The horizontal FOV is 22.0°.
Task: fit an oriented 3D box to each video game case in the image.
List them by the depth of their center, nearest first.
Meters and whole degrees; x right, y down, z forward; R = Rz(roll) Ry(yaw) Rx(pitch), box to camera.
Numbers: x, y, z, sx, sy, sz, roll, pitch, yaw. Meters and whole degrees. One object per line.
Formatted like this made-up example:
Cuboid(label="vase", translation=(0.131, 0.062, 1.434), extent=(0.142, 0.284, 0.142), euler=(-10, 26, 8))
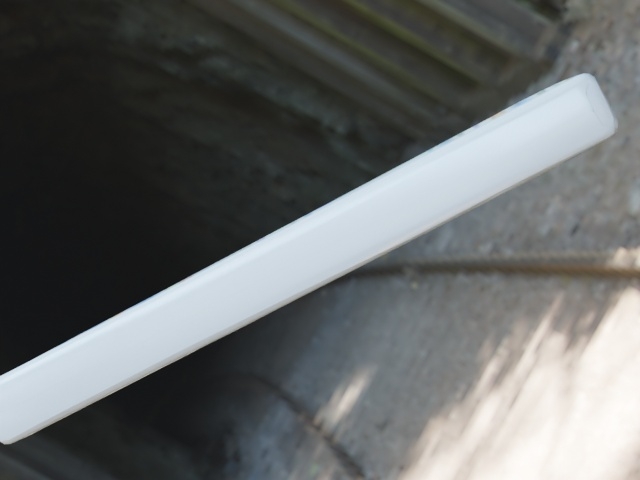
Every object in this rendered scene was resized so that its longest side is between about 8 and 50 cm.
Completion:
Cuboid(label="video game case", translation=(0.000, 0.000, 0.904), extent=(0.329, 0.036, 0.300), euler=(-27, 1, 7))
